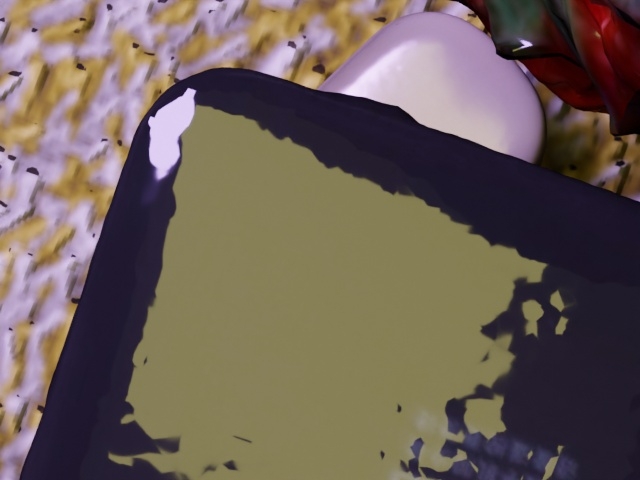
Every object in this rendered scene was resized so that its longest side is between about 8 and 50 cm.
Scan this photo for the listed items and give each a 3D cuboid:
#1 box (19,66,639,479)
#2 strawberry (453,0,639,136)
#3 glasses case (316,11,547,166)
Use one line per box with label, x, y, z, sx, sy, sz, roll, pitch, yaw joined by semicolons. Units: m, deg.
box;0.041;0.112;0.553;0.290;0.073;0.289;18;93;0
strawberry;0.177;-0.121;0.481;0.288;0.250;0.238;3;120;-18
glasses case;0.000;0.000;0.614;0.196;0.050;0.083;-43;82;3
